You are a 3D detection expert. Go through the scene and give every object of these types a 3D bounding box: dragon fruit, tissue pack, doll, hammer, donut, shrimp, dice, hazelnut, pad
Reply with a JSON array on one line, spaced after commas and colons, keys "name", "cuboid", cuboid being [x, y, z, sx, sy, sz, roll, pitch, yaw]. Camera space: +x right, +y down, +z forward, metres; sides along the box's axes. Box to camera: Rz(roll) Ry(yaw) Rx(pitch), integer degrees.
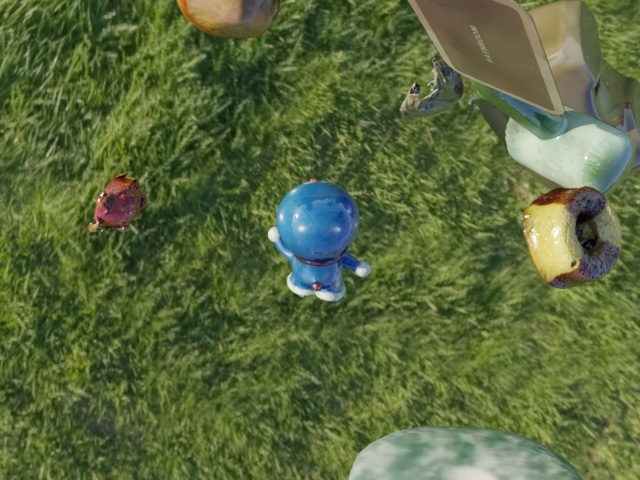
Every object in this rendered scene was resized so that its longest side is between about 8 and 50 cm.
[{"name": "dragon fruit", "cuboid": [-0.377, -0.068, 1.443, 0.068, 0.126, 0.112, 26, 122, 9]}, {"name": "tissue pack", "cuboid": [0.498, -0.283, 1.583, 0.277, 0.267, 0.387, -24, 131, 38]}, {"name": "doll", "cuboid": [0.000, 0.000, 1.506, 0.215, 0.161, 0.257, 7, 129, 2]}, {"name": "hammer", "cuboid": [0.317, -0.181, 1.126, 0.335, 0.206, 0.119, 23, 101, -40]}, {"name": "donut", "cuboid": [0.319, -0.007, 0.945, 0.140, 0.059, 0.140, 8, 76, -33]}, {"name": "shrimp", "cuboid": [0.201, -0.273, 1.379, 0.126, 0.223, 0.047, -23, 75, 8]}, {"name": "dice", "cuboid": [0.198, 0.485, 1.046, 0.330, 0.328, 0.348, 3, 110, 10]}, {"name": "hazelnut", "cuboid": [-0.144, -0.418, 1.251, 0.182, 0.182, 0.182, -6, 113, -14]}, {"name": "pad", "cuboid": [0.178, -0.218, 0.834, 0.002, 0.176, 0.266, -58, 150, 1]}]
